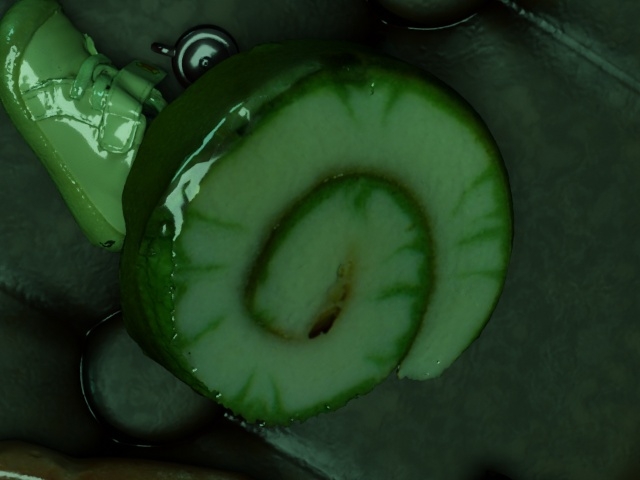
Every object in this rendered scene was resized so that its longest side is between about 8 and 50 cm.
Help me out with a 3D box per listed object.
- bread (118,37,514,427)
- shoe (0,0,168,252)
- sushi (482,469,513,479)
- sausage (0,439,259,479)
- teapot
[{"bbox_3d":[0.000,0.000,1.837,0.382,0.129,0.366,35,88,-31],"label":"bread"},{"bbox_3d":[-0.206,-0.116,1.853,0.128,0.140,0.262,-19,109,12],"label":"shoe"},{"bbox_3d":[0.231,0.323,1.994,0.226,0.103,0.097,34,72,-7],"label":"sushi"},{"bbox_3d":[-0.198,0.261,1.954,0.348,0.097,0.094,9,95,-4],"label":"sausage"},{"bbox_3d":[-0.113,-0.172,1.884,0.100,0.045,0.068,14,100,-7],"label":"teapot"}]
